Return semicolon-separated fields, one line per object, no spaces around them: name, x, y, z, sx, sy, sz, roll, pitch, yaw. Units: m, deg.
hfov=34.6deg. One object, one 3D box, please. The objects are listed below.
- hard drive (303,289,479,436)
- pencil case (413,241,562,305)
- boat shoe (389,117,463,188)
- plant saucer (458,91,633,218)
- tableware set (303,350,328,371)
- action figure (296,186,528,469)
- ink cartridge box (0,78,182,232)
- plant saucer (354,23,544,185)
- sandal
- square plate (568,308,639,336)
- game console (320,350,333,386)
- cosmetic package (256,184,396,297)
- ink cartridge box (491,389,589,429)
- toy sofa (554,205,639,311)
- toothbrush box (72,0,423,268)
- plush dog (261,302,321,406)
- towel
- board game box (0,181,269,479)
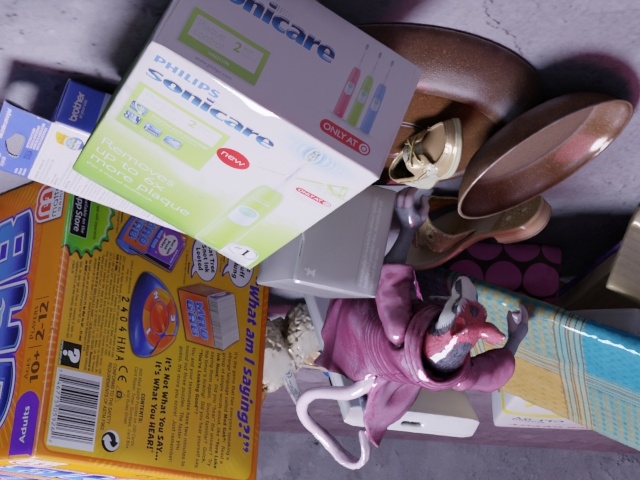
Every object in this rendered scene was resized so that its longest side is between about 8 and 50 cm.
hard drive;0.098;0.168;1.552;0.203;0.307;0.040;10;120;-20
pencil case;0.234;0.049;1.454;0.209;0.095;0.098;5;166;0
boat shoe;0.102;-0.081;1.000;0.045;0.050;0.135;1;162;-12
plant saucer;0.216;-0.091;1.025;0.198;0.036;0.198;-26;162;-9
tableware set;0.024;0.204;1.916;0.141;0.020;0.169;12;138;20
action figure;0.089;0.118;1.216;0.248;0.276;0.370;42;166;-8
ink cartridge box;-0.199;-0.082;1.124;0.311;0.065;0.186;18;159;-18
plant saucer;0.071;-0.121;1.044;0.310;0.050;0.310;2;161;1
sandal;0.166;-0.031;1.271;0.240;0.088;0.079;-16;131;45
square plate;0.429;0.204;1.446;0.344;0.049;0.347;34;159;-21
game console;0.135;0.187;1.973;0.293;0.173;0.250;-12;-173;39
cosmetic package;0.000;0.000;1.201;0.107;0.127;0.238;13;176;-15
ink cartridge box;0.473;0.237;1.857;0.279;0.160;0.385;2;161;2
toy sofa;0.432;0.065;1.426;0.150;0.177;0.362;26;162;3
toothbrush box;-0.077;-0.105;0.914;0.206;0.122;0.283;30;152;-15
plush dog;-0.147;0.177;1.781;0.262;0.211;0.225;19;179;-40
towel;0.308;0.157;1.358;0.370;0.040;0.271;21;152;28
board game box;-0.324;0.155;1.432;0.356;0.357;0.356;-14;155;40
